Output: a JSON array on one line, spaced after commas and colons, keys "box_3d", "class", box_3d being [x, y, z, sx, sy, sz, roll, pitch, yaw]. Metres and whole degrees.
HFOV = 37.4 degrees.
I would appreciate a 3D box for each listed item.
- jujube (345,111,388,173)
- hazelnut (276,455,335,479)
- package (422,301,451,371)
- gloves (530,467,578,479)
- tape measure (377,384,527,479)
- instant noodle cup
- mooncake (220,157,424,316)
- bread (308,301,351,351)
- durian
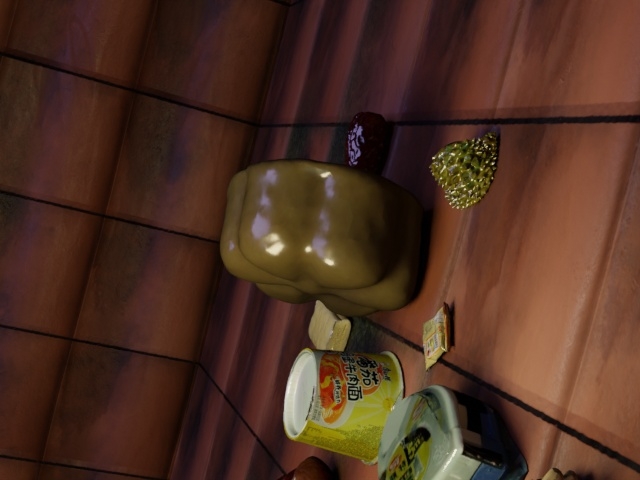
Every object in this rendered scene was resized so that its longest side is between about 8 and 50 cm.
[{"box_3d": [0.116, -0.249, 2.470, 0.112, 0.109, 0.176, 12, -91, -75], "class": "jujube"}, {"box_3d": [-0.047, 0.610, 2.243, 0.170, 0.161, 0.201, 101, -171, -81], "class": "hazelnut"}, {"box_3d": [0.236, 0.197, 1.929, 0.120, 0.031, 0.108, 122, 155, -56], "class": "package"}, {"box_3d": [0.281, 0.487, 1.401, 0.356, 0.155, 0.203, -67, 24, 16], "class": "gloves"}, {"box_3d": [0.211, 0.389, 1.672, 0.259, 0.138, 0.262, -59, 24, 27], "class": "tape measure"}, {"box_3d": [0.042, 0.357, 2.111, 0.264, 0.200, 0.264, -167, 90, -73], "class": "instant noodle cup"}, {"box_3d": [0.000, 0.000, 2.120, 0.467, 0.467, 0.262, 157, 128, -67], "class": "mooncake"}, {"box_3d": [0.021, 0.235, 2.471, 0.178, 0.060, 0.139, -135, 60, -68], "class": "bread"}, {"box_3d": [0.276, -0.136, 1.922, 0.186, 0.108, 0.119, 126, 152, -48], "class": "durian"}]
